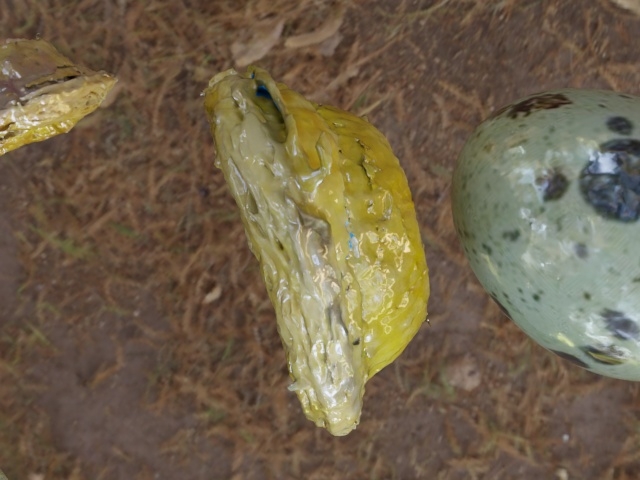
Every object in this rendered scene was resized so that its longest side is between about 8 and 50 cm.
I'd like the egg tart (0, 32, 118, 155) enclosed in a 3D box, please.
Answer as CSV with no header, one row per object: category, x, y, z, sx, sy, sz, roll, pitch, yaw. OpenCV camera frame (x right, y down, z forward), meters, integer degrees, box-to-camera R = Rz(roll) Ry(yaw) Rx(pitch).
egg tart,-0.462,-0.198,1.490,0.352,0.352,0.150,-18,100,27

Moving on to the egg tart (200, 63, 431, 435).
egg tart,0.000,0.000,1.042,0.169,0.388,0.387,-17,113,-7

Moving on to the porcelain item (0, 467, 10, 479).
porcelain item,-0.203,0.120,0.283,0.253,0.253,0.253,9,119,16

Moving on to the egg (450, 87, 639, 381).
egg,0.311,-0.008,1.107,0.379,0.287,0.287,31,126,-26
